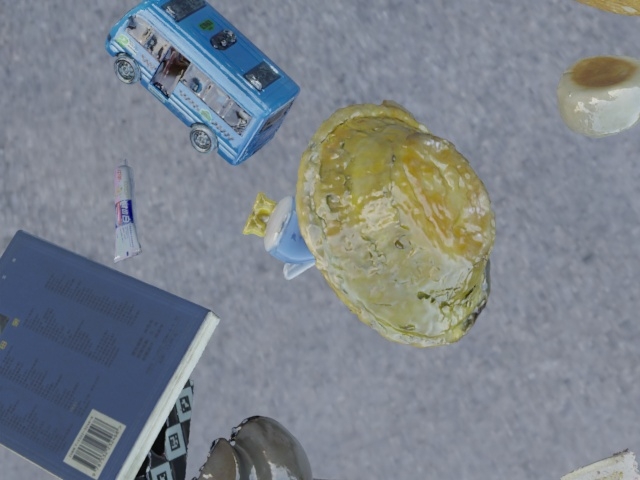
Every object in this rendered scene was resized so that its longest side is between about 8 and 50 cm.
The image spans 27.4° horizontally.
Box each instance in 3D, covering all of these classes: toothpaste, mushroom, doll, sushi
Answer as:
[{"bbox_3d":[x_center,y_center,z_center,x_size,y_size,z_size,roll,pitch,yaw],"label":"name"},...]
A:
[{"bbox_3d":[-0.274,-0.045,1.849,0.045,0.170,0.028,-18,145,15],"label":"toothpaste"},{"bbox_3d":[-0.074,0.291,1.441,0.188,0.117,0.141,-61,159,-11],"label":"mushroom"},{"bbox_3d":[0.000,0.000,2.072,0.241,0.135,0.099,22,153,-19],"label":"doll"},{"bbox_3d":[-0.342,0.357,2.335,0.059,0.292,0.294,-11,155,30],"label":"sushi"}]

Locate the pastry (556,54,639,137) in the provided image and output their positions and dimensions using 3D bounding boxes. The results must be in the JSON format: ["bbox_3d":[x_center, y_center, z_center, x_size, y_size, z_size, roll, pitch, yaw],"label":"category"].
[{"bbox_3d":[0.433,-0.221,1.990,0.156,0.156,0.092,-22,126,0],"label":"pastry"}]

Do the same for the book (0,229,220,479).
[{"bbox_3d":[-0.235,0.109,1.205,0.191,0.269,0.025,-62,143,-12],"label":"book"}]

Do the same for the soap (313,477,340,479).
[{"bbox_3d":[-0.005,0.379,1.765,0.203,0.122,0.065,11,120,-25],"label":"soap"}]

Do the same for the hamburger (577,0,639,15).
[{"bbox_3d":[0.367,-0.346,1.483,0.290,0.314,0.170,25,90,10],"label":"hamburger"}]

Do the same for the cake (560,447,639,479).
[{"bbox_3d":[0.373,0.320,1.761,0.121,0.052,0.065,-9,167,-41],"label":"cake"}]

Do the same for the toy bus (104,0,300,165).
[{"bbox_3d":[-0.154,-0.225,1.719,0.246,0.113,0.134,43,133,4],"label":"toy bus"}]

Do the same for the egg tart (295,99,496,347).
[{"bbox_3d":[0.119,-0.030,1.680,0.341,0.341,0.132,26,144,-31],"label":"egg tart"}]
